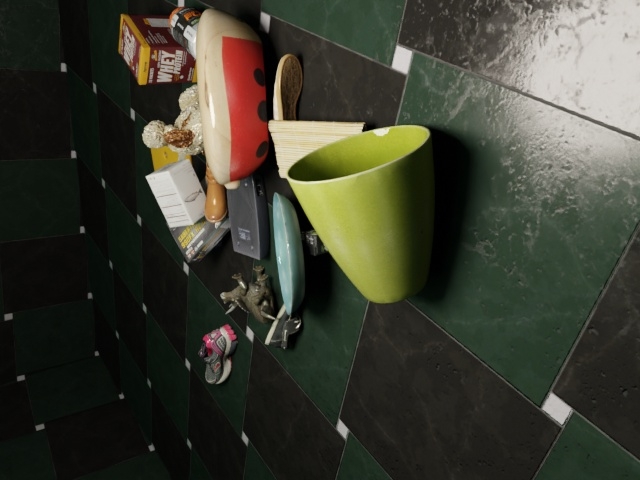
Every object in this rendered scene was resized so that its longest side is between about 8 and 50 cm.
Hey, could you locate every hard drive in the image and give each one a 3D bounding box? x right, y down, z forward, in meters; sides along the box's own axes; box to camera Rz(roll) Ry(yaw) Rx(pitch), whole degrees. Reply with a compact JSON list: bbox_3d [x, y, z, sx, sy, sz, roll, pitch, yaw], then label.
[{"bbox_3d":[-0.216,-0.080,1.622,0.172,0.054,0.254,14,112,51],"label":"hard drive"}]

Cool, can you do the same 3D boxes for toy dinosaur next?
[{"bbox_3d":[-0.187,0.183,1.650,0.314,0.121,0.160,23,131,46],"label":"toy dinosaur"}]

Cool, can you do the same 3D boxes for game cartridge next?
[{"bbox_3d":[-0.546,-0.245,2.024,0.285,0.053,0.323,14,116,51],"label":"game cartridge"}]

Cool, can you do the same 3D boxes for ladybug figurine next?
[{"bbox_3d":[-0.218,-0.357,1.383,0.305,0.162,0.449,-127,33,-81],"label":"ladybug figurine"}]

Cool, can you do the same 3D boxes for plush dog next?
[{"bbox_3d":[-0.378,-0.337,1.643,0.210,0.262,0.225,48,162,-20],"label":"plush dog"}]

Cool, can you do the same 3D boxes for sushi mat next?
[{"bbox_3d":[-0.006,-0.205,1.266,0.317,0.019,0.151,13,127,44],"label":"sushi mat"}]

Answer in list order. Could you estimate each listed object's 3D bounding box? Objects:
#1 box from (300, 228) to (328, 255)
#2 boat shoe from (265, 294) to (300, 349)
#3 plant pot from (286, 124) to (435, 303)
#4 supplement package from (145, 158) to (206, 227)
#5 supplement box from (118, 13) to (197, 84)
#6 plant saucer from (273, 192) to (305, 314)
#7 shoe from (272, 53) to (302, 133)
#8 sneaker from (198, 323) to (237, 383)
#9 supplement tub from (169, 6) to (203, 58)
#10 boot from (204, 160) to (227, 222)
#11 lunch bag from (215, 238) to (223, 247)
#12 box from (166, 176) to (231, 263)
[{"bbox_3d":[0.000,0.000,1.330,0.062,0.083,0.052,14,112,52],"label":"box"},{"bbox_3d":[-0.088,0.226,1.561,0.079,0.084,0.233,26,124,1],"label":"boat shoe"},{"bbox_3d":[0.111,-0.037,1.051,0.275,0.275,0.293,12,128,52],"label":"plant pot"},{"bbox_3d":[-0.437,-0.145,1.678,0.105,0.105,0.179,-6,116,31],"label":"supplement package"},{"bbox_3d":[-0.506,-0.603,1.706,0.191,0.194,0.129,54,140,27],"label":"supplement box"},{"bbox_3d":[-0.081,0.032,1.397,0.317,0.044,0.317,173,90,-81],"label":"plant saucer"},{"bbox_3d":[-0.092,-0.349,1.334,0.058,0.077,0.219,30,128,38],"label":"shoe"},{"bbox_3d":[-0.397,0.427,2.007,0.121,0.112,0.299,47,137,34],"label":"sneaker"},{"bbox_3d":[-0.360,-0.603,1.574,0.190,0.117,0.117,46,135,34],"label":"supplement tub"},{"bbox_3d":[-0.322,-0.166,1.642,0.152,0.073,0.197,97,172,-55],"label":"boot"},{"bbox_3d":[-0.378,-0.021,1.854,0.098,0.067,0.065,50,137,30],"label":"lunch bag"},{"bbox_3d":[-0.390,-0.065,1.781,0.231,0.056,0.183,-44,64,20],"label":"box"}]
